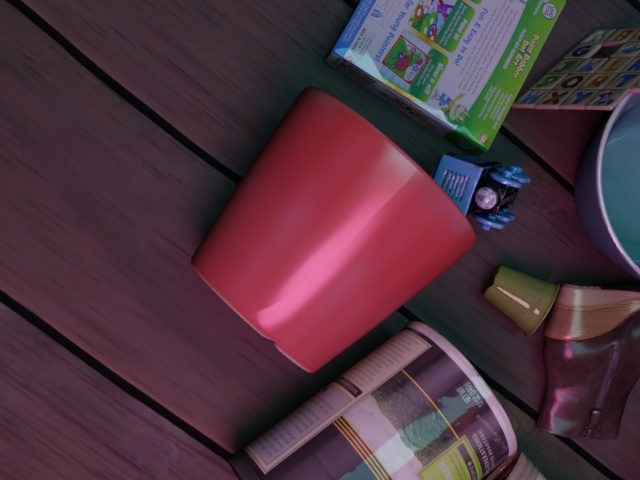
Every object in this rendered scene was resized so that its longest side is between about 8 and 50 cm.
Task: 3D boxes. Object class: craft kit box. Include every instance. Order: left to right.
[{"bbox_3d":[0.170,-0.281,1.184,0.247,0.061,0.250,31,79,-7],"label":"craft kit box"}]

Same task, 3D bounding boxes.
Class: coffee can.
[{"bbox_3d":[0.059,0.253,1.035,0.275,0.201,0.201,-36,94,-14],"label":"coffee can"}]

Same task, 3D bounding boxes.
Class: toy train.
[{"bbox_3d":[0.201,-0.068,1.116,0.105,0.184,0.080,24,105,15],"label":"toy train"}]

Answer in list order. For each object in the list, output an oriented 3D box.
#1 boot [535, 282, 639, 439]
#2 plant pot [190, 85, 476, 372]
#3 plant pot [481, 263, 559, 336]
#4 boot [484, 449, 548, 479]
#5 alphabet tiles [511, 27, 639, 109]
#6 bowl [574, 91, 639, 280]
[{"bbox_3d":[0.412,0.165,1.205,0.248,0.090,0.206,4,96,-15],"label":"boot"},{"bbox_3d":[0.000,0.000,1.025,0.275,0.275,0.243,43,88,-7],"label":"plant pot"},{"bbox_3d":[0.259,0.071,1.169,0.079,0.083,0.083,31,79,4],"label":"plant pot"},{"bbox_3d":[0.233,0.381,1.070,0.165,0.077,0.213,42,75,-5],"label":"boot"},{"bbox_3d":[0.393,-0.223,1.131,0.198,0.237,0.009,-41,119,-24],"label":"alphabet tiles"},{"bbox_3d":[0.467,-0.067,1.181,0.312,0.163,0.311,1,85,-14],"label":"bowl"}]
